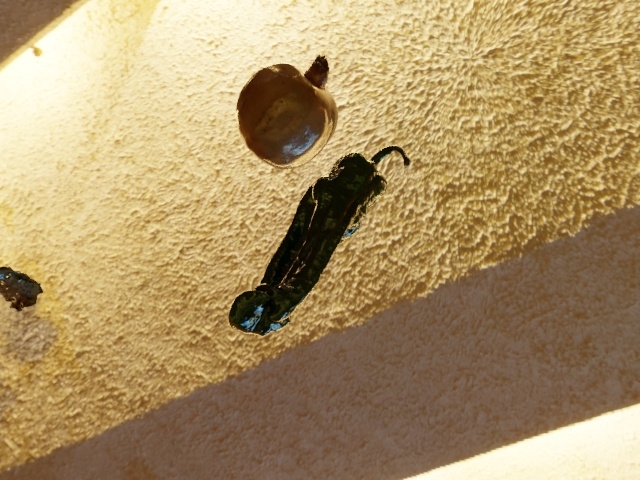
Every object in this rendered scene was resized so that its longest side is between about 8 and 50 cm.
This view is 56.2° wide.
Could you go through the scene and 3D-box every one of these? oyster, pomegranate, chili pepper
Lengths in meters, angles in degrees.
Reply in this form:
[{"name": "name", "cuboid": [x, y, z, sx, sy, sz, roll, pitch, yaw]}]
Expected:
[{"name": "oyster", "cuboid": [-0.656, 0.091, 1.284, 0.029, 0.086, 0.132, 13, -50, 43]}, {"name": "pomegranate", "cuboid": [-0.064, -0.238, 1.156, 0.207, 0.207, 0.207, 4, -73, 13]}, {"name": "chili pepper", "cuboid": [-0.003, -0.004, 0.626, 0.074, 0.100, 0.257, 34, -111, -3]}]
